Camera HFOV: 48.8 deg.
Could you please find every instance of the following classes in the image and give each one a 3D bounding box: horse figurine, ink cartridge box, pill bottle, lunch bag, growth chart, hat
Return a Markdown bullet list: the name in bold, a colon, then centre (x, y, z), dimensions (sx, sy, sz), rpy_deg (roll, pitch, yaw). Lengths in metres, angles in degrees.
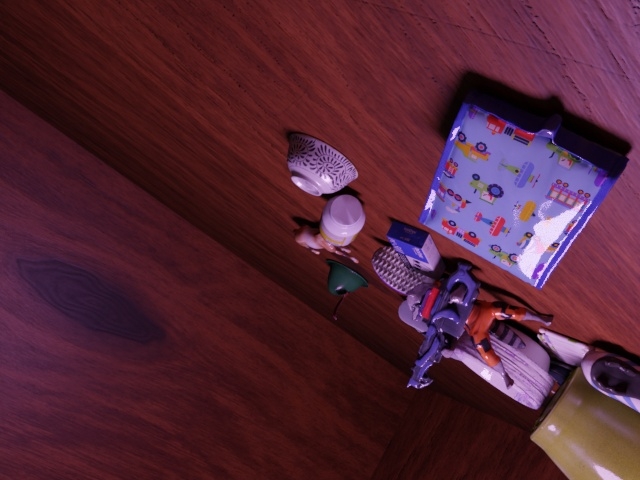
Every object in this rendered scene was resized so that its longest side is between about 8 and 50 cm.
- **horse figurine**: centre (0.000, 0.000, 2.122), dimensions (0.263, 0.066, 0.174), rpy_deg (15, 166, 45)
- **ink cartridge box**: centre (0.236, 0.028, 1.718), dimensions (0.097, 0.046, 0.207), rpy_deg (22, 165, 28)
- **pill bottle**: centre (0.053, -0.051, 1.697), dimensions (0.103, 0.103, 0.184), rpy_deg (30, 168, 2)
- **lunch bag**: centre (0.283, -0.085, 1.011), dimensions (0.221, 0.138, 0.293), rpy_deg (30, 159, 13)
- **growth chart**: centre (0.653, 0.293, 1.862), dimensions (0.172, 0.021, 0.237), rpy_deg (22, 166, 35)
- **hat**: centre (0.050, 0.185, 2.459), dimensions (0.173, 0.183, 0.208), rpy_deg (26, 167, 22)

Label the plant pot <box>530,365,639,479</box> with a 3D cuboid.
- **plant pot**: centre (0.752, 0.518, 1.817), dimensions (0.353, 0.366, 0.366), rpy_deg (34, 170, 18)

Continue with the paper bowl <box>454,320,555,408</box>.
- **paper bowl**: centre (0.524, 0.333, 1.981), dimensions (0.284, 0.148, 0.284), rpy_deg (35, 173, 5)

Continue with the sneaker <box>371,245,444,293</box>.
- **sneaker**: centre (0.263, 0.122, 1.899), dimensions (0.293, 0.102, 0.146), rpy_deg (30, 169, 4)

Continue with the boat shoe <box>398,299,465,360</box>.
- **boat shoe**: centre (0.392, 0.300, 2.296), dimensions (0.306, 0.113, 0.105), rpy_deg (26, 174, 32)

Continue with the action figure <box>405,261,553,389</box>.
- **action figure**: centre (0.346, 0.226, 1.741), dimensions (0.330, 0.341, 0.178), rpy_deg (31, -165, 8)

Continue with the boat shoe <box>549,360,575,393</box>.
- **boat shoe**: centre (0.749, 0.436, 2.068), dimensions (0.254, 0.079, 0.095), rpy_deg (33, 168, -13)

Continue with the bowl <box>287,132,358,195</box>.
- **bowl**: centre (-0.013, -0.149, 1.515), dimensions (0.170, 0.080, 0.170), rpy_deg (30, 168, 7)

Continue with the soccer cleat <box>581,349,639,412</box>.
- **soccer cleat**: centre (0.772, 0.354, 1.670), dimensions (0.331, 0.116, 0.143), rpy_deg (31, -173, 0)
